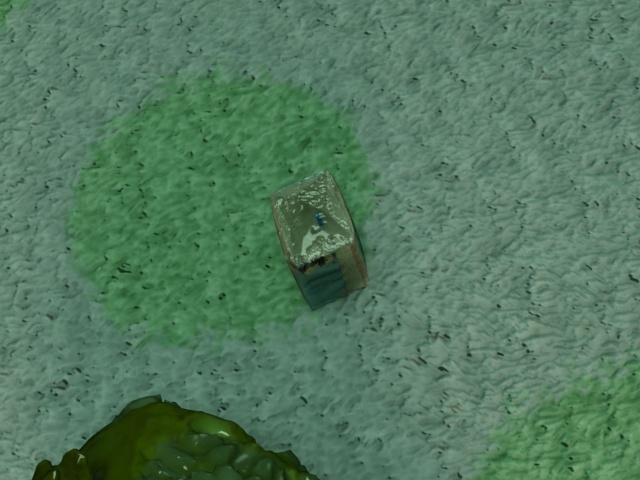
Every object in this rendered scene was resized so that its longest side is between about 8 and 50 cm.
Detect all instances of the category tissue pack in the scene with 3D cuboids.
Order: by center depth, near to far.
[{"bbox_3d":[0.000,0.000,0.866,0.058,0.094,0.074,-19,64,1],"label":"tissue pack"}]

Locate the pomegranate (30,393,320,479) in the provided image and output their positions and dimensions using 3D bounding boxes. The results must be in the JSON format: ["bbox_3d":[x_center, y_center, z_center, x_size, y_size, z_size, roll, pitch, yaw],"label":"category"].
[{"bbox_3d":[-0.063,0.240,0.694,0.340,0.260,0.261,20,68,-7],"label":"pomegranate"}]
